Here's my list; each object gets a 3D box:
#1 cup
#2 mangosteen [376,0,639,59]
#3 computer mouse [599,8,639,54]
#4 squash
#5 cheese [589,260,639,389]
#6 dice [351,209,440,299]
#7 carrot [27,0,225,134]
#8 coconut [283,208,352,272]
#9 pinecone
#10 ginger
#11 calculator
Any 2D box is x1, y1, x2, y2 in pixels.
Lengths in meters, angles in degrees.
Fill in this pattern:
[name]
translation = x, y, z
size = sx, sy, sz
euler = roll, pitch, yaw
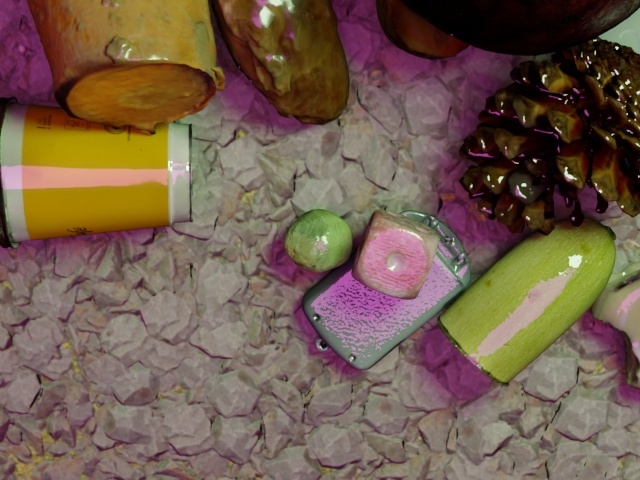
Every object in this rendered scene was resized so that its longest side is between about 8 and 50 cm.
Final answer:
[cup]
translation = -0.303, -0.086, 1.457
size = 0.279, 0.196, 0.196
euler = 0, 103, -7
[mangosteen]
translation = 0.197, -0.380, 1.247
size = 0.421, 0.381, 0.381
euler = -14, 103, 34
[computer mouse]
translation = 0.379, -0.265, 1.445
size = 0.128, 0.079, 0.231
euler = -26, 104, 11
[squash]
translation = 0.283, 0.064, 1.491
size = 0.132, 0.132, 0.247
euler = 42, 100, -7
[cheese]
translation = 0.473, 0.160, 1.532
size = 0.163, 0.082, 0.286
euler = -20, 102, 7
[dice]
translation = 0.096, 0.018, 1.460
size = 0.094, 0.091, 0.093
euler = 21, 102, -3
[carrot]
translation = -0.246, -0.318, 1.343
size = 0.224, 0.224, 0.341
euler = -12, 75, 4
[coconut]
translation = 0.000, 0.000, 1.512
size = 0.088, 0.096, 0.088
euler = 16, 118, 31
[pinecone]
translation = 0.299, -0.113, 1.392
size = 0.246, 0.246, 0.292
euler = 48, 127, -8
[ginger]
translation = -0.060, -0.289, 1.411
size = 0.165, 0.172, 0.321
euler = 2, 110, 42
[calculator]
translation = 0.087, 0.069, 1.541
size = 0.246, 0.045, 0.141
euler = -41, 97, 9
